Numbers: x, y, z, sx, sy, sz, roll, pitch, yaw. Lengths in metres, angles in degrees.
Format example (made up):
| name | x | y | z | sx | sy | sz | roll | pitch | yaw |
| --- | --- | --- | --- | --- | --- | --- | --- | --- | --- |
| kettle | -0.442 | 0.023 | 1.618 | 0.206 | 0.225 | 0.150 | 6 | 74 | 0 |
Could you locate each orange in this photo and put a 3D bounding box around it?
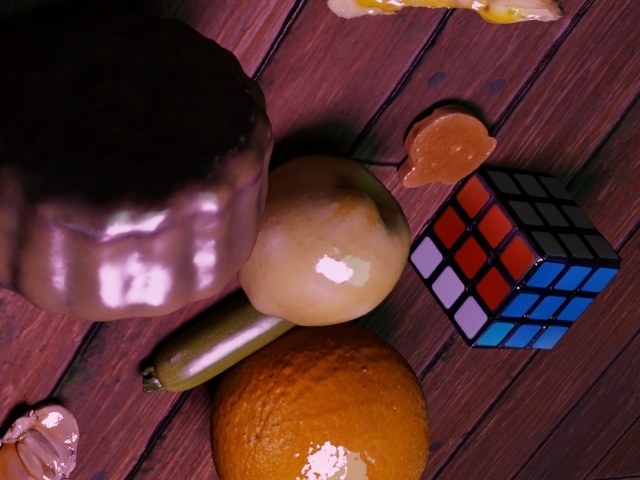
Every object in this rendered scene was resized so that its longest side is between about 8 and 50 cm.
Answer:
| name | x | y | z | sx | sy | sz | roll | pitch | yaw |
| --- | --- | --- | --- | --- | --- | --- | --- | --- | --- |
| orange | 0.002 | 0.225 | 2.274 | 0.274 | 0.274 | 0.274 | -23 | 147 | -16 |

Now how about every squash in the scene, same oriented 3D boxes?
| name | x | y | z | sx | sy | sz | roll | pitch | yaw |
| --- | --- | --- | --- | --- | --- | --- | --- | --- | --- |
| squash | -0.098 | 0.104 | 2.205 | 0.258 | 0.069 | 0.069 | -33 | 148 | -3 |

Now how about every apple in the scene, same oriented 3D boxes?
| name | x | y | z | sx | sy | sz | roll | pitch | yaw |
| --- | --- | --- | --- | --- | --- | --- | --- | --- | --- |
| apple | 0.000 | 0.000 | 2.051 | 0.200 | 0.200 | 0.200 | -23 | 147 | -16 |

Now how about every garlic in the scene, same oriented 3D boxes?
| name | x | y | z | sx | sy | sz | roll | pitch | yaw |
| --- | --- | --- | --- | --- | --- | --- | --- | --- | --- |
| garlic | -0.320 | 0.241 | 2.182 | 0.113 | 0.094 | 0.074 | -46 | -173 | 9 |

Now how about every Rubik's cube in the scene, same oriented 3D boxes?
| name | x | y | z | sx | sy | sz | roll | pitch | yaw |
| --- | --- | --- | --- | --- | --- | --- | --- | --- | --- |
| Rubik's cube | 0.235 | 0.025 | 2.309 | 0.162 | 0.163 | 0.160 | 3 | 133 | -46 |

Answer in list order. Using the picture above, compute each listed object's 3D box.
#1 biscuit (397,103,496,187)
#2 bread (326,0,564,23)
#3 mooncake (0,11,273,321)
| name | x | y | z | sx | sy | sz | roll | pitch | yaw |
| --- | --- | --- | --- | --- | --- | --- | --- | --- | --- |
| biscuit | 0.136 | -0.104 | 2.177 | 0.118 | 0.023 | 0.140 | -37 | 149 | 6 |
| bread | 0.115 | -0.293 | 1.802 | 0.251 | 0.133 | 0.174 | 4 | 154 | 24 |
| mooncake | -0.186 | -0.075 | 1.686 | 0.290 | 0.290 | 0.161 | -18 | 144 | -24 |
